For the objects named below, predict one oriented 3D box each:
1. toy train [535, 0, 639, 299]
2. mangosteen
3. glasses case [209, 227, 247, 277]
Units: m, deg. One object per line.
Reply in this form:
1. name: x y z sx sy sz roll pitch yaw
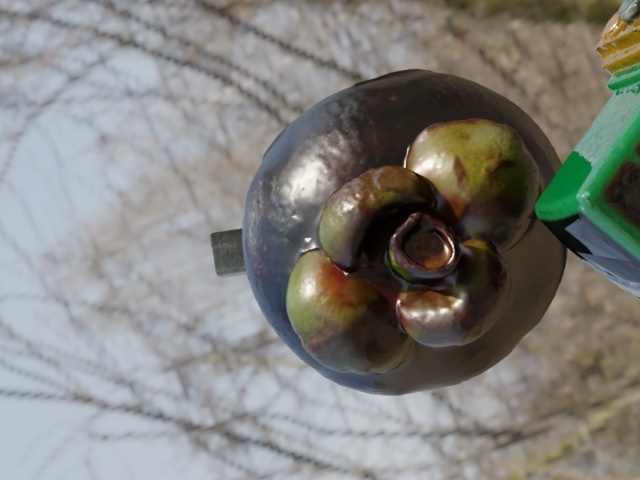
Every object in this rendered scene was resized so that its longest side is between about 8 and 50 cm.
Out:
1. toy train: 0.335 -0.027 1.405 0.429 0.249 0.178 39 171 -6
2. mangosteen: 0.070 -0.010 1.549 0.233 0.287 0.287 69 -169 18
3. glasses case: 0.000 0.000 1.927 0.071 0.205 0.047 -4 -95 -80
